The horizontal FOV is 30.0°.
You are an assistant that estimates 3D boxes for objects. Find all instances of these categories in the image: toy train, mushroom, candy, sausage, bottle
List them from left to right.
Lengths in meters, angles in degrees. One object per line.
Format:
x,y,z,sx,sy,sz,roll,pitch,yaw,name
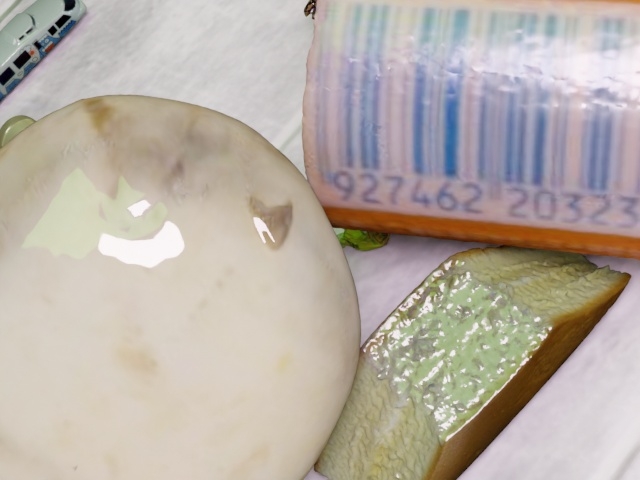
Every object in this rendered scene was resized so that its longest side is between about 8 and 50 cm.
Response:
-0.315,-0.172,1.183,0.207,0.047,0.043,-47,56,-8,toy train
-0.250,-0.075,1.101,0.101,0.047,0.063,29,111,29,bottle
-0.125,0.053,0.840,0.314,0.314,0.336,-28,12,4,mushroom
0.000,0.000,0.965,0.123,0.035,0.035,-15,67,25,candy
0.152,-0.106,0.819,0.287,0.233,0.233,5,62,17,sausage

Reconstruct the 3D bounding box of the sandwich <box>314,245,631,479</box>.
0.101,0.084,0.833,0.258,0.096,0.094,-46,60,-6,sandwich

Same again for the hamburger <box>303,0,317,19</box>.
0.098,-0.238,1.022,0.231,0.107,0.231,-8,62,15,hamburger
